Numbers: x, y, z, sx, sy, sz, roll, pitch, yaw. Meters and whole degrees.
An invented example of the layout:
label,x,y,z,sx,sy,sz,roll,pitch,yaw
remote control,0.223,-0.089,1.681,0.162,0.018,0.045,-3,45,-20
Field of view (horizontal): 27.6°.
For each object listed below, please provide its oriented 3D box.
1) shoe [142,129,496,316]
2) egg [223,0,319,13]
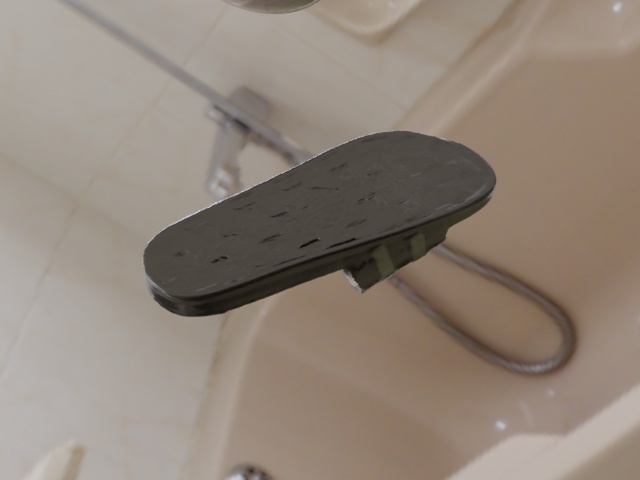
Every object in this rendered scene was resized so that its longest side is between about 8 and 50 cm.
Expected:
label,x,y,z,sx,sy,sz,roll,pitch,yaw
shoe,0.000,0.000,0.637,0.071,0.179,0.049,53,157,39
egg,-0.037,-0.186,0.747,0.103,0.103,0.135,-53,54,16
